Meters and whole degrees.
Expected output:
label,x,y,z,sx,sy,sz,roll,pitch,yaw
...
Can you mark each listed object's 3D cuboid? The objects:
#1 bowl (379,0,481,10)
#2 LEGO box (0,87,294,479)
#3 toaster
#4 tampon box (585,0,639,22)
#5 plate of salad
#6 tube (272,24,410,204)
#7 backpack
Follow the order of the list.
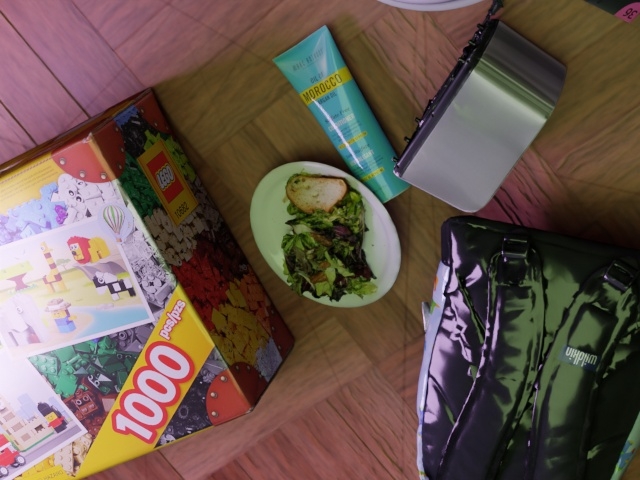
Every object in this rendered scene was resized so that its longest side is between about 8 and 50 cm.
label,x,y,z,sx,sy,sz,roll,pitch,yaw
bowl,0.099,-0.368,1.392,0.298,0.134,0.297,6,112,14
LEGO box,-0.344,0.096,1.676,0.500,0.193,0.372,-24,103,23
toaster,0.174,-0.141,1.446,0.110,0.168,0.185,32,118,-1
tampon box,0.303,-0.318,1.342,0.161,0.120,0.101,-50,51,26
plate of salad,0.000,0.000,1.597,0.200,0.048,0.199,15,127,21
tube,0.030,-0.139,1.555,0.080,0.052,0.207,-29,97,25
backpack,0.243,0.167,1.523,0.290,0.273,0.355,11,93,9
